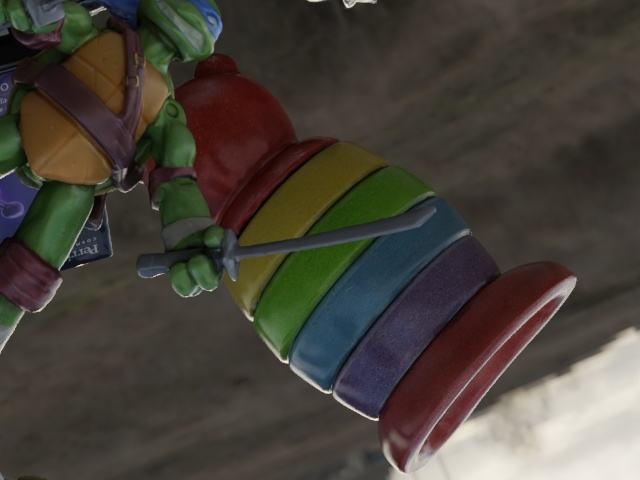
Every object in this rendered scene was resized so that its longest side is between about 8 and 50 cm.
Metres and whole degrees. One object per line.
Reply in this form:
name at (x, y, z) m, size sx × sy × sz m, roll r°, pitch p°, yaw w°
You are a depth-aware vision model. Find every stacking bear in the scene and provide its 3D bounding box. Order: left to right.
stacking bear at (0.000, 0.000, 1.278) m, size 0.175 × 0.289 × 0.164 m, roll -51°, pitch 168°, yaw 10°

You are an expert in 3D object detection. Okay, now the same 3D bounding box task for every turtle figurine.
turtle figurine at (-0.140, -0.043, 1.066) m, size 0.266 × 0.275 × 0.198 m, roll -45°, pitch 138°, yaw -6°

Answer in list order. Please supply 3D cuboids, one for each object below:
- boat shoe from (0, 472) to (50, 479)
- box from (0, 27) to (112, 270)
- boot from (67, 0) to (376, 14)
boat shoe at (-0.261, 0.241, 1.622) m, size 0.096 × 0.277 × 0.098 m, roll -37°, pitch -149°, yaw -12°
box at (-0.236, -0.069, 1.299) m, size 0.153 × 0.108 × 0.207 m, roll -18°, pitch 139°, yaw -12°
boot at (-0.103, -0.226, 1.417) m, size 0.260 × 0.131 × 0.348 m, roll -11°, pitch -166°, yaw -7°
